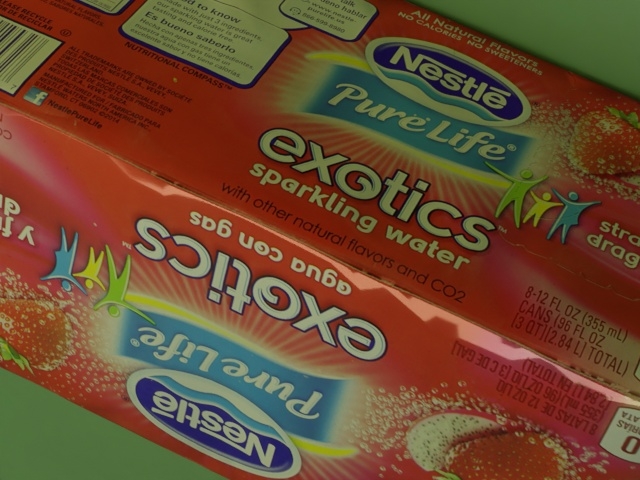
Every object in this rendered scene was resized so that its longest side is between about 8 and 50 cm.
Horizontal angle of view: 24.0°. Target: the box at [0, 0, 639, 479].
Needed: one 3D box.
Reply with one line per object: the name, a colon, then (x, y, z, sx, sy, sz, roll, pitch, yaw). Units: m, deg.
box: (0.000, 0.000, 0.496, 0.256, 0.128, 0.123, 24, 135, 9)
